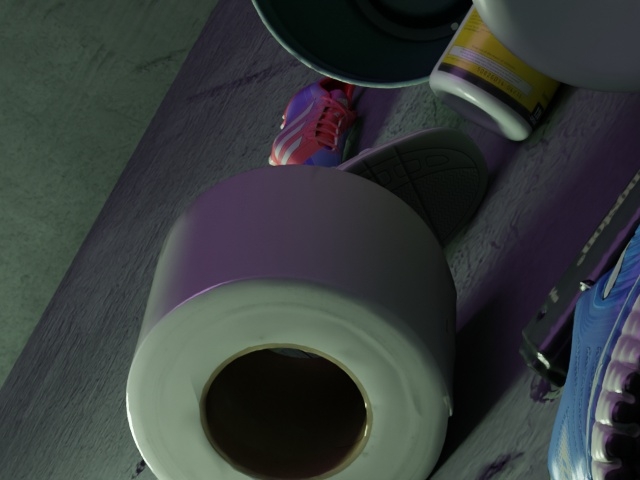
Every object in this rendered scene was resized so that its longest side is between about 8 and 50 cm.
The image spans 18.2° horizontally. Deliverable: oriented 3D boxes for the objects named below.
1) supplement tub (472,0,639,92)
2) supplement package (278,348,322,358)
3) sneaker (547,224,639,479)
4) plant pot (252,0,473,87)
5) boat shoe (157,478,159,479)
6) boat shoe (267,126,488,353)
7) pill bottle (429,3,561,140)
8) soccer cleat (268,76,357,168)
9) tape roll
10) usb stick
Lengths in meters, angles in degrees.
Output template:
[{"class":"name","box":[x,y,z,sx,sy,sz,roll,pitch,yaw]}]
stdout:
[{"class":"supplement tub","box":[0.228,-0.286,1.521,0.241,0.241,0.331,-49,17,29]},{"class":"supplement package","box":[-0.061,0.137,1.839,0.105,0.105,0.179,-47,18,28]},{"class":"sneaker","box":[0.214,0.017,1.174,0.330,0.130,0.147,-62,18,-16]},{"class":"plant pot","box":[0.086,-0.291,1.982,0.293,0.293,0.196,-55,-11,8]},{"class":"boat shoe","box":[-0.105,0.263,1.787,0.069,0.081,0.227,-43,27,33]},{"class":"boat shoe","box":[0.000,0.003,1.755,0.320,0.118,0.103,-37,21,-2]},{"class":"pill bottle","box":[0.181,-0.187,1.735,0.184,0.103,0.103,-59,15,-5]},{"class":"soccer cleat","box":[0.000,-0.120,2.223,0.095,0.083,0.248,-47,15,18]},{"class":"tape roll","box":[-0.020,0.086,1.548,0.246,0.246,0.169,-49,16,28]},{"class":"usb stick","box":[0.229,-0.024,1.367,0.278,0.045,0.077,-56,16,8]}]
